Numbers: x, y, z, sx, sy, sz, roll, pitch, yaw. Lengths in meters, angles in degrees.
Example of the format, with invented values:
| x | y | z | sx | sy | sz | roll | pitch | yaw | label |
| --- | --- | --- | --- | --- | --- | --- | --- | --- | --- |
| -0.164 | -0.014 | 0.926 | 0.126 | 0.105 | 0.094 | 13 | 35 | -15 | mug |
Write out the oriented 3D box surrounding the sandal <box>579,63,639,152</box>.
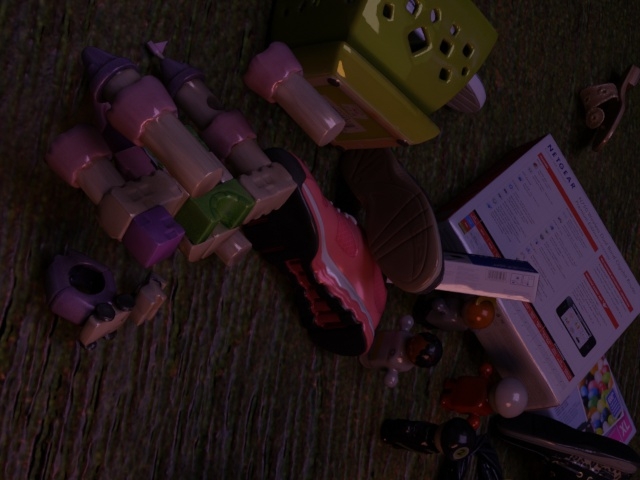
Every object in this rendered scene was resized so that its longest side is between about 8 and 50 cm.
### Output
| x | y | z | sx | sy | sz | roll | pitch | yaw | label |
| --- | --- | --- | --- | --- | --- | --- | --- | --- | --- |
| 0.505 | -0.253 | 1.891 | 0.079 | 0.088 | 0.240 | 34 | 52 | 1 | sandal |

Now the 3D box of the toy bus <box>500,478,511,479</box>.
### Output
| x | y | z | sx | sy | sz | roll | pitch | yaw | label |
| --- | --- | --- | --- | --- | --- | --- | --- | --- | --- |
| 0.272 | 0.484 | 1.472 | 0.149 | 0.211 | 0.220 | -18 | 125 | -34 | toy bus |

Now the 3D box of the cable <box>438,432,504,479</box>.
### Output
| x | y | z | sx | sy | sz | roll | pitch | yaw | label |
| --- | --- | --- | --- | --- | --- | --- | --- | --- | --- |
| 0.236 | 0.384 | 1.592 | 0.150 | 0.047 | 0.184 | 37 | 62 | -33 | cable |

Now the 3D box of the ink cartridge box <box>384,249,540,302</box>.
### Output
| x | y | z | sx | sy | sz | roll | pitch | yaw | label |
| --- | --- | --- | --- | --- | --- | --- | --- | --- | --- |
| 0.195 | 0.044 | 1.474 | 0.207 | 0.097 | 0.046 | 8 | 99 | -1 | ink cartridge box |

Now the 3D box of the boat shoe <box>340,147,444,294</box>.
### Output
| x | y | z | sx | sy | sz | roll | pitch | yaw | label |
| --- | --- | --- | --- | --- | --- | --- | --- | --- | --- |
| 0.111 | -0.032 | 1.415 | 0.092 | 0.103 | 0.285 | 34 | 21 | -41 | boat shoe |

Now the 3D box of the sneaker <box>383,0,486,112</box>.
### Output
| x | y | z | sx | sy | sz | roll | pitch | yaw | label |
| --- | --- | --- | --- | --- | --- | --- | --- | --- | --- |
| 0.174 | -0.303 | 1.573 | 0.258 | 0.094 | 0.091 | 46 | 63 | -27 | sneaker |

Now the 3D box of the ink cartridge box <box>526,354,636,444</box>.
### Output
| x | y | z | sx | sy | sz | roll | pitch | yaw | label |
| --- | --- | --- | --- | --- | --- | --- | --- | --- | --- |
| 0.419 | 0.253 | 1.759 | 0.186 | 0.065 | 0.311 | -40 | 110 | -37 | ink cartridge box |

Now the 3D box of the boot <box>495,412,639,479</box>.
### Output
| x | y | z | sx | sy | sz | roll | pitch | yaw | label |
| --- | --- | --- | --- | --- | --- | --- | --- | --- | --- |
| 0.370 | 0.383 | 1.672 | 0.236 | 0.085 | 0.178 | 17 | 109 | -3 | boot |

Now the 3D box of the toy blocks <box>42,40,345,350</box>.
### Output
| x | y | z | sx | sy | sz | roll | pitch | yaw | label |
| --- | --- | --- | --- | --- | --- | --- | --- | --- | --- |
| -0.195 | -0.102 | 1.183 | 0.260 | 0.309 | 0.289 | 47 | 37 | 11 | toy blocks |

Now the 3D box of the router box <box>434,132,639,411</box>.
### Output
| x | y | z | sx | sy | sz | roll | pitch | yaw | label |
| --- | --- | --- | --- | --- | --- | --- | --- | --- | --- |
| 0.342 | 0.046 | 1.653 | 0.301 | 0.082 | 0.335 | -37 | 98 | -37 | router box |

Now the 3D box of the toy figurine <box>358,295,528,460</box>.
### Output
| x | y | z | sx | sy | sz | roll | pitch | yaw | label |
| --- | --- | --- | --- | --- | --- | --- | --- | --- | --- |
| 0.179 | 0.190 | 1.493 | 0.213 | 0.148 | 0.209 | -23 | 101 | -40 | toy figurine |

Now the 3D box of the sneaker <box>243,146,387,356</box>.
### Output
| x | y | z | sx | sy | sz | roll | pitch | yaw | label |
| --- | --- | --- | --- | --- | --- | --- | --- | --- | --- |
| 0.000 | 0.000 | 1.399 | 0.136 | 0.116 | 0.313 | -51 | 125 | -44 | sneaker |

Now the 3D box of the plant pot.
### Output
| x | y | z | sx | sy | sz | roll | pitch | yaw | label |
| --- | --- | --- | --- | --- | --- | --- | --- | --- | --- |
| 0.060 | -0.248 | 1.390 | 0.228 | 0.227 | 0.207 | 37 | 70 | -33 | plant pot |
